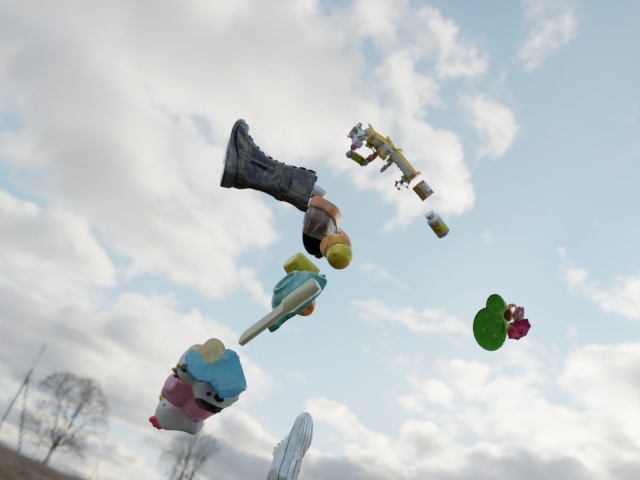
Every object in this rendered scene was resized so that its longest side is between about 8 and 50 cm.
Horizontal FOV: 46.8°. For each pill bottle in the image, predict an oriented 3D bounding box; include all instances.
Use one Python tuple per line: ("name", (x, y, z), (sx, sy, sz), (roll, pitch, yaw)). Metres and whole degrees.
("pill bottle", (0.345, -0.049, 2.193), (0.083, 0.043, 0.043), (50, -31, -17))

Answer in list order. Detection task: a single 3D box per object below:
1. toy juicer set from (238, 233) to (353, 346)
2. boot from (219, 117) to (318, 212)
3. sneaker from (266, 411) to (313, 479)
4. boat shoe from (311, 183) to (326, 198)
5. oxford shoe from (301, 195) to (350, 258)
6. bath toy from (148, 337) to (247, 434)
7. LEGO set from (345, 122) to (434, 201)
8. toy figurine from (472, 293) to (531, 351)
("toy juicer set", (-0.018, 0.097, 1.473), (0.209, 0.329, 0.089), (-32, -77, 27))
("boot", (-0.118, -0.175, 1.774), (0.228, 0.263, 0.091), (14, -46, -11))
("sneaker", (-0.095, 0.617, 2.194), (0.091, 0.258, 0.094), (-7, -55, 27))
("boat shoe", (-0.095, -0.159, 2.251), (0.228, 0.076, 0.080), (21, 16, 7))
("oxford shoe", (0.000, 0.000, 2.250), (0.130, 0.133, 0.364), (23, -18, 21))
("bath toy", (-0.282, 0.329, 1.601), (0.129, 0.151, 0.348), (-8, -25, -32))
("LEGO set", (0.167, -0.197, 1.961), (0.287, 0.132, 0.107), (38, -66, -24))
("toy figurine", (0.558, 0.238, 2.193), (0.159, 0.173, 0.130), (0, 16, -35))
